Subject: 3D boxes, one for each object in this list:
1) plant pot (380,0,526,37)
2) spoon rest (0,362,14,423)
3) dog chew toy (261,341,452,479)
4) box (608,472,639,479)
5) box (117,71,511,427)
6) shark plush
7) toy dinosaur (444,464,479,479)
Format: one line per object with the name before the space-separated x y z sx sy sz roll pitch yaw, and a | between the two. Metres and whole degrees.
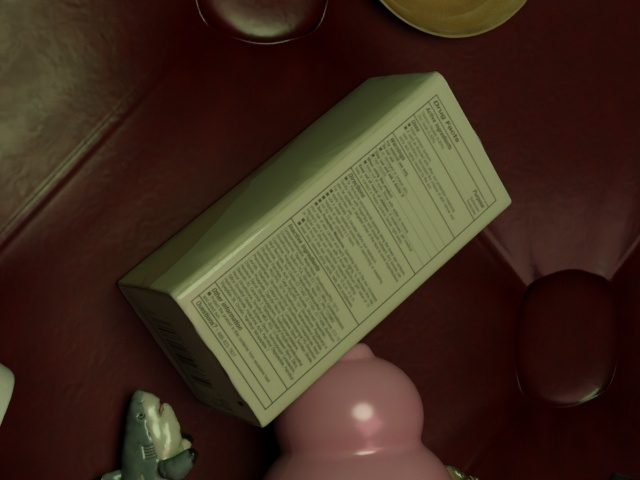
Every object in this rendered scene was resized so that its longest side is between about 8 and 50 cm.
plant pot | 0.114 -0.305 1.317 0.236 0.032 0.236 -2 95 -31
spoon rest | -0.319 0.206 1.070 0.137 0.084 0.276 36 75 -27
dog chew toy | 0.032 0.254 1.220 0.207 0.207 0.331 -4 88 -30
box | 0.293 0.310 1.418 0.162 0.116 0.029 -49 114 -19
box | 0.000 0.000 1.219 0.311 0.121 0.148 -39 112 -22
shark plush | -0.161 0.209 1.198 0.067 0.073 0.161 27 101 -10
toy dinosaur | 0.154 0.352 1.374 0.118 0.064 0.268 -34 113 -31
